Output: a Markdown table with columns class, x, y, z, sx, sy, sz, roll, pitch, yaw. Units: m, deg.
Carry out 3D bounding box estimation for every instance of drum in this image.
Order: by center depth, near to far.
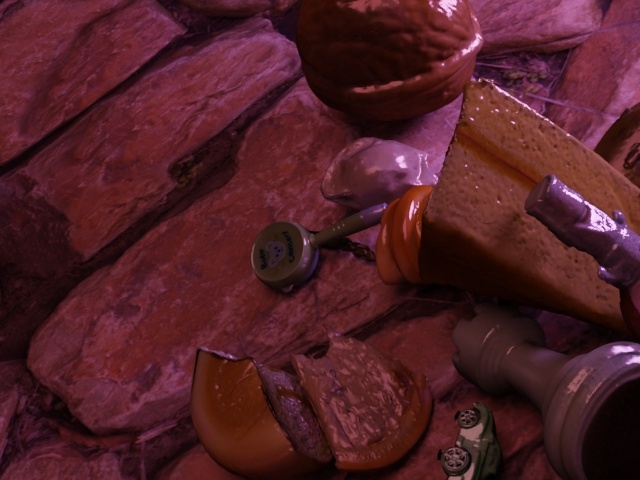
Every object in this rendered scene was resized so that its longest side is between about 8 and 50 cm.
| class | x | y | z | sx | sy | sz | roll | pitch | yaw |
| --- | --- | --- | --- | --- | --- | --- | --- | --- | --- |
| drum | -0.008 | -0.016 | 1.942 | 0.253 | 0.049 | 0.130 | -37 | 57 | 13 |

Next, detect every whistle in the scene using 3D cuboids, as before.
| class | x | y | z | sx | sy | sz | roll | pitch | yaw |
| --- | --- | --- | --- | --- | --- | --- | --- | --- | --- |
| whistle | 0.412 | 0.042 | 1.515 | 0.142 | 0.346 | 0.134 | -56 | 8 | -17 |

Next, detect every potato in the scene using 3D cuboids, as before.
| class | x | y | z | sx | sy | sz | roll | pitch | yaw |
| --- | --- | --- | --- | --- | --- | --- | --- | --- | --- |
| potato | 0.487 | -0.138 | 1.759 | 0.271 | 0.111 | 0.160 | -43 | 41 | -12 |

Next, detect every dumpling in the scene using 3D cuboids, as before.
| class | x | y | z | sx | sy | sz | roll | pitch | yaw |
| --- | --- | --- | --- | --- | --- | --- | --- | --- | --- |
| dumpling | 0.097 | -0.116 | 1.972 | 0.199 | 0.118 | 0.136 | -1 | 50 | 2 |

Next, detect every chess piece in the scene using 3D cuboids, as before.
| class | x | y | z | sx | sy | sz | roll | pitch | yaw |
| --- | --- | --- | --- | --- | --- | --- | --- | --- | --- |
| chess piece | 0.304 | 0.185 | 1.532 | 0.194 | 0.194 | 0.299 | -43 | 34 | -11 |

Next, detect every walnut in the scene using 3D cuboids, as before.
| class | x | y | z | sx | sy | sz | roll | pitch | yaw |
| --- | --- | --- | --- | --- | --- | --- | --- | --- | --- |
| walnut | 0.118 | -0.350 | 2.029 | 0.333 | 0.333 | 0.333 | -17 | 45 | 17 |

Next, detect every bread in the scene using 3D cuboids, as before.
| class | x | y | z | sx | sy | sz | roll | pitch | yaw |
| --- | --- | --- | --- | --- | --- | --- | --- | --- | --- |
| bread | 0.331 | -0.031 | 1.575 | 0.361 | 0.245 | 0.233 | 17 | 70 | 7 |
| bread | -0.098 | 0.262 | 1.720 | 0.156 | 0.158 | 0.261 | -40 | 53 | 17 |
| bread | 0.238 | -0.021 | 1.789 | 0.311 | 0.121 | 0.173 | -4 | 50 | 24 |

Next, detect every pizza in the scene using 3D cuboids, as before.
| class | x | y | z | sx | sy | sz | roll | pitch | yaw |
| --- | --- | --- | --- | --- | --- | --- | --- | --- | --- |
| pizza | 0.057 | 0.213 | 1.699 | 0.181 | 0.034 | 0.262 | -24 | 53 | -15 |

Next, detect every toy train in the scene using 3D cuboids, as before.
| class | x | y | z | sx | sy | sz | roll | pitch | yaw |
| --- | --- | --- | --- | --- | --- | --- | --- | --- | --- |
| toy train | 0.205 | 0.294 | 1.547 | 0.081 | 0.099 | 0.149 | 14 | 57 | 24 |

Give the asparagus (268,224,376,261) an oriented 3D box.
| class | x | y | z | sx | sy | sz | roll | pitch | yaw |
| --- | --- | --- | --- | --- | --- | --- | --- | --- | --- |
| asparagus | 0.007 | 0.002 | 1.974 | 0.236 | 0.027 | 0.034 | 14 | 40 | 38 |
